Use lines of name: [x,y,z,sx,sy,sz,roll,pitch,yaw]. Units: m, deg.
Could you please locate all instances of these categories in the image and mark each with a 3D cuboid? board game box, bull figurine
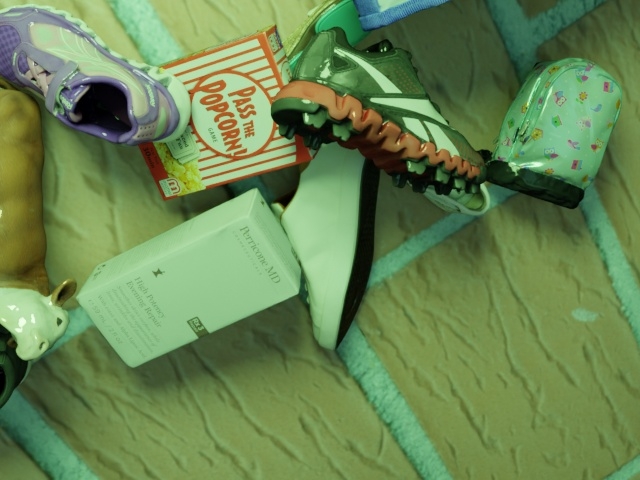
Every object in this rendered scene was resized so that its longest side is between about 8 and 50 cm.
board game box: [-0.115,-0.139,0.824,0.194,0.045,0.146,-14,113,20]
bull figurine: [-0.338,-0.029,0.731,0.101,0.310,0.188,-20,159,22]

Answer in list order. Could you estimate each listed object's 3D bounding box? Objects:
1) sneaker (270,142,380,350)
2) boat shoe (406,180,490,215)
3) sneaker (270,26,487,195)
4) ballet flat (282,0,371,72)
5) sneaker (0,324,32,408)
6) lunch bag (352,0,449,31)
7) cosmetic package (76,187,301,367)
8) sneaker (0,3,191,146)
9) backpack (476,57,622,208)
sneaker: [0.000,0.000,0.935,0.123,0.106,0.290,14,116,18]
boat shoe: [0.110,-0.124,0.909,0.277,0.096,0.098,33,97,-22]
sneaker: [0.082,-0.137,0.794,0.276,0.098,0.135,21,77,-29]
ballet flat: [-0.010,-0.233,0.855,0.206,0.067,0.073,-40,138,0]
sneaker: [-0.375,0.057,0.803,0.105,0.147,0.295,-6,107,-12]
lunch bag: [0.144,-0.433,0.748,0.386,0.239,0.327,-31,110,-15]
cosmetic package: [-0.149,0.046,0.864,0.231,0.085,0.117,-25,114,14]
sneaker: [-0.256,-0.164,0.759,0.237,0.104,0.095,26,121,1]
backpack: [0.305,-0.141,0.950,0.152,0.115,0.181,16,99,-17]
